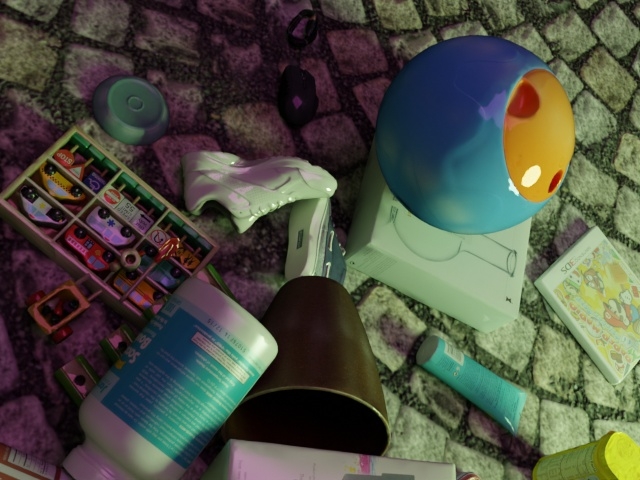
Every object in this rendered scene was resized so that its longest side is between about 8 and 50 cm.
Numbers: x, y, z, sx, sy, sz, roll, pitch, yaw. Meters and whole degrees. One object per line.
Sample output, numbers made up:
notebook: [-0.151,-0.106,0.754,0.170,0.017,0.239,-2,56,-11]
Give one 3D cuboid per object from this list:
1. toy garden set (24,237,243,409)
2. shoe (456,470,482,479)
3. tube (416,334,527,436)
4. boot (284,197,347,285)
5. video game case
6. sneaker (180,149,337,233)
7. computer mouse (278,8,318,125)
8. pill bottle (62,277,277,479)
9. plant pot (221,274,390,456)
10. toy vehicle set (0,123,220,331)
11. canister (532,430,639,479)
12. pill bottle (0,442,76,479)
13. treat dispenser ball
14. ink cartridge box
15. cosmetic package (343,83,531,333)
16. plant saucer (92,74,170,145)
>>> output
toy garden set: [-0.234,0.101,1.208,0.244,0.049,0.204,-36,89,-18]
shoe: [0.203,0.400,1.346,0.063,0.081,0.178,44,54,-5]
tube: [0.243,0.223,1.478,0.207,0.052,0.080,35,59,-17]
boot: [0.000,0.000,1.439,0.086,0.069,0.190,32,54,-33]
video game case: [0.509,0.111,1.694,0.206,0.026,0.227,-36,88,-36]
sneaker: [-0.092,-0.065,1.387,0.232,0.090,0.115,3,79,-3]
computer mouse: [-0.027,-0.294,1.568,0.071,0.041,0.242,16,60,-22]
pill bottle: [-0.181,0.184,1.112,0.146,0.146,0.264,41,75,-7]
plant pot: [-0.015,0.168,1.276,0.215,0.215,0.230,23,42,-19]
toy vehicle set: [-0.287,-0.016,1.289,0.267,0.035,0.166,40,54,-8]
canister: [0.419,0.365,1.432,0.126,0.170,0.073,46,53,-4]
pill bottle: [-0.352,0.296,1.052,0.216,0.121,0.121,29,56,-15]
treat dispenser ball: [0.223,-0.152,1.373,0.288,0.288,0.288,12,62,-25]
ink cartridge box: [0.035,0.344,1.166,0.353,0.207,0.119,10,61,-14]
cosmetic package: [0.214,-0.074,1.571,0.284,0.097,0.377,27,57,-19]
plant saucer: [-0.275,-0.198,1.391,0.119,0.021,0.119,12,63,-24]
